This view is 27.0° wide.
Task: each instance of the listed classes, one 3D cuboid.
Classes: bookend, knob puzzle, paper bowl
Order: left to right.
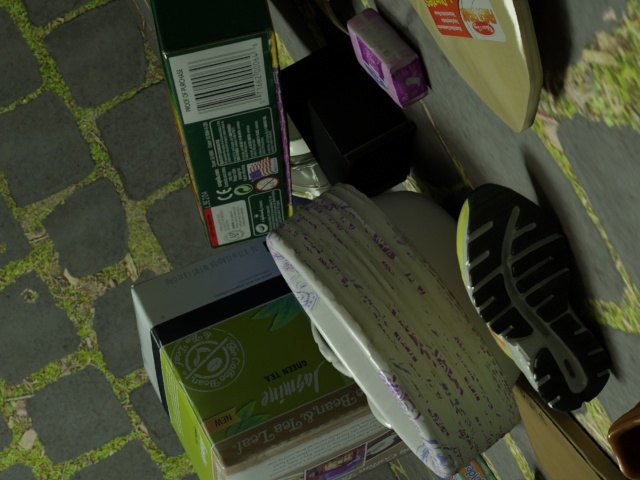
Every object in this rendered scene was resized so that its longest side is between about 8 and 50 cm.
[{"bbox_3d":[0.019,-0.129,1.300,0.157,0.072,0.156,59,173,14],"label":"bookend"},{"bbox_3d":[0.086,0.068,1.247,0.284,0.148,0.284,51,173,9],"label":"paper bowl"},{"bbox_3d":[0.093,-0.157,0.820,0.213,0.030,0.213,59,172,13],"label":"knob puzzle"}]

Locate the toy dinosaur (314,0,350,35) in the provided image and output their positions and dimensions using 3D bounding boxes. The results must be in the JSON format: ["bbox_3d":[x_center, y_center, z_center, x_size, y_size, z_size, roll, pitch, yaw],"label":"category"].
[{"bbox_3d":[-0.011,-0.237,1.155,0.092,0.053,0.183,55,171,30],"label":"toy dinosaur"}]

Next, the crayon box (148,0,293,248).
[{"bbox_3d":[-0.115,-0.216,1.335,0.363,0.106,0.313,86,170,-62],"label":"crayon box"}]

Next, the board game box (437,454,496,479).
[{"bbox_3d":[0.226,0.369,1.981,0.160,0.047,0.210,57,171,29],"label":"board game box"}]

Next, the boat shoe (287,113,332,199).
[{"bbox_3d":[-0.048,-0.120,1.678,0.091,0.109,0.305,68,167,-20],"label":"boat shoe"}]

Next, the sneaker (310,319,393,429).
[{"bbox_3d":[0.070,0.099,1.505,0.279,0.107,0.118,-136,36,-56],"label":"sneaker"}]

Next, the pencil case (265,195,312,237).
[{"bbox_3d":[0.000,0.000,1.799,0.133,0.119,0.306,15,-145,-54],"label":"pencil case"}]

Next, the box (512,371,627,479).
[{"bbox_3d":[0.252,0.226,1.297,0.201,0.021,0.164,52,169,50],"label":"box"}]

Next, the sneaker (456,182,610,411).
[{"bbox_3d":[0.148,0.038,1.025,0.208,0.081,0.094,64,175,-31],"label":"sneaker"}]

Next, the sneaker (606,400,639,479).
[{"bbox_3d":[0.242,0.150,0.638,0.106,0.123,0.290,65,170,-25],"label":"sneaker"}]

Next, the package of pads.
[{"bbox_3d":[0.055,-0.152,1.108,0.083,0.032,0.050,54,172,44],"label":"package of pads"}]

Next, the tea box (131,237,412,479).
[{"bbox_3d":[-0.052,0.180,1.886,0.323,0.329,0.220,57,160,31],"label":"tea box"}]
